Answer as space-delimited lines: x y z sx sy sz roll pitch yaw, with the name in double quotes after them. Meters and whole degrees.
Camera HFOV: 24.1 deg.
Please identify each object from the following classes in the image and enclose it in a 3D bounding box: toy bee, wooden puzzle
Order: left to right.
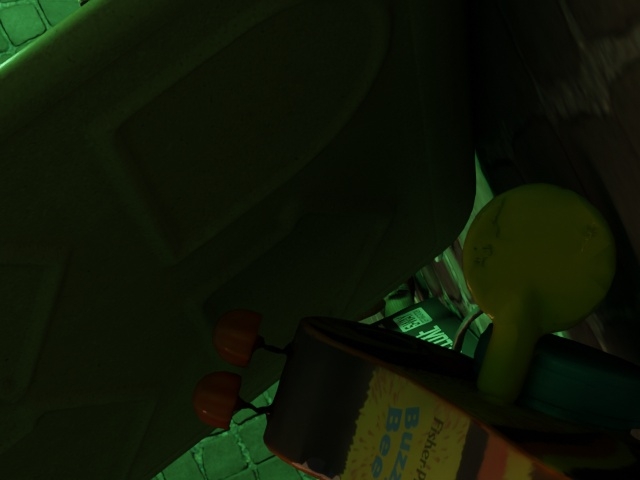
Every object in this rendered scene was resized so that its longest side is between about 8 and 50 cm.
-0.080 0.004 0.566 0.080 0.348 0.322 44 168 21 "wooden puzzle"
0.037 0.084 0.563 0.298 0.162 0.195 157 125 -67 "toy bee"

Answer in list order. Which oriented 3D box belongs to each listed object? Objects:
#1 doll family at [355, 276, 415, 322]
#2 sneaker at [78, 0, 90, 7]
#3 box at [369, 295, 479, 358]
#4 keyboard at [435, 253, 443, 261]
0.000 0.000 1.116 0.263 0.118 0.163 71 174 -57 "doll family"
-0.185 -0.364 1.411 0.410 0.158 0.182 83 173 -56 "sneaker"
0.130 0.212 0.992 0.242 0.076 0.307 -128 14 -73 "box"
0.023 -0.101 0.966 0.072 0.014 0.256 71 173 -56 "keyboard"
